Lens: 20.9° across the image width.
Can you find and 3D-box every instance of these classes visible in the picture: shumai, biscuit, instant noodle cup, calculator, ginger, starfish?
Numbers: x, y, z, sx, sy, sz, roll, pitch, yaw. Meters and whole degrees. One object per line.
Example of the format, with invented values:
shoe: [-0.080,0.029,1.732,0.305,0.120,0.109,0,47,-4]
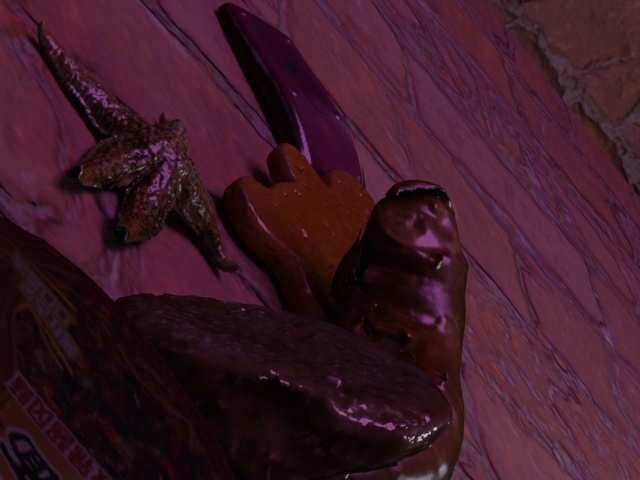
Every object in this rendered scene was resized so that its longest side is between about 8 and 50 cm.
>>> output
shumai: [-0.034,0.114,0.954,0.161,0.209,0.153,-26,128,-63]
biscuit: [-0.001,0.000,1.400,0.165,0.036,0.250,57,21,-3]
instant noodle cup: [-0.132,0.116,0.749,0.274,0.090,0.274,50,18,-23]
calculator: [-0.023,-0.131,1.576,0.126,0.034,0.190,21,39,-59]
ginger: [0.049,0.093,1.214,0.309,0.107,0.133,-78,163,-46]
starfish: [-0.123,-0.060,1.180,0.217,0.050,0.223,46,14,-9]
